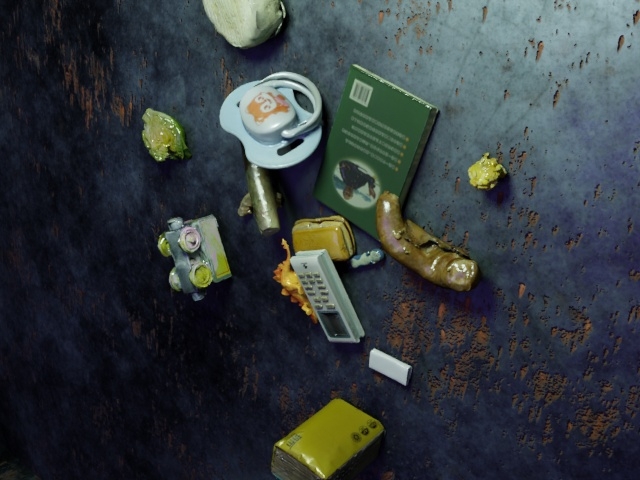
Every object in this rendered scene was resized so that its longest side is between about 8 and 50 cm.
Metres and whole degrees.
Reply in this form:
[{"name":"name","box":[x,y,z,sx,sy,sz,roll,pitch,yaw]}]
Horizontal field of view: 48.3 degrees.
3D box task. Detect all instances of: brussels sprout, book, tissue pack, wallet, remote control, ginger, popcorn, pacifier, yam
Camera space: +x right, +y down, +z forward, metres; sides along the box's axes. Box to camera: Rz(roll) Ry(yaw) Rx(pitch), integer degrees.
[{"name":"brussels sprout","box":[-0.478,-0.324,2.209,0.139,0.100,0.181,-33,81,32]},{"name":"book","box":[0.123,-0.213,1.767,0.260,0.043,0.370,36,124,29]},{"name":"tissue pack","box":[0.023,0.573,1.966,0.192,0.271,0.133,26,124,32]},{"name":"wallet","box":[0.186,0.338,1.908,0.122,0.025,0.061,22,116,33]},{"name":"remote control","box":[0.018,0.155,1.923,0.103,0.055,0.277,-6,117,42]},{"name":"ginger","box":[-0.174,-0.114,2.053,0.173,0.051,0.069,-11,91,47]},{"name":"popcorn","box":[0.371,-0.146,1.564,0.084,0.084,0.084,15,114,37]},{"name":"ginger","box":[0.240,0.021,1.682,0.309,0.107,0.133,35,151,17]},{"name":"pacifier","box":[-0.115,-0.286,1.872,0.299,0.244,0.233,52,162,25]},{"name":"yam","box":[-0.169,-0.168,1.971,0.071,0.067,0.317,-13,78,0]}]

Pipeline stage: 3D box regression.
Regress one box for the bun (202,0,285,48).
[{"name":"bun","box":[-0.189,-0.612,1.824,0.239,0.141,0.239,35,148,26]}]

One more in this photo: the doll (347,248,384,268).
[{"name":"doll","box":[0.117,0.049,1.867,0.125,0.027,0.037,-22,97,43]}]

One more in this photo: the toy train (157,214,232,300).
[{"name":"toy train","box":[-0.382,0.046,2.194,0.134,0.177,0.260,-9,100,42]}]

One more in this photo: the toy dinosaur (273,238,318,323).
[{"name":"toy dinosaur","box":[-0.078,0.118,2.006,0.117,0.070,0.288,4,128,49]}]

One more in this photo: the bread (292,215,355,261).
[{"name":"bread","box":[0.000,0.000,1.925,0.201,0.077,0.115,-4,110,42]}]
